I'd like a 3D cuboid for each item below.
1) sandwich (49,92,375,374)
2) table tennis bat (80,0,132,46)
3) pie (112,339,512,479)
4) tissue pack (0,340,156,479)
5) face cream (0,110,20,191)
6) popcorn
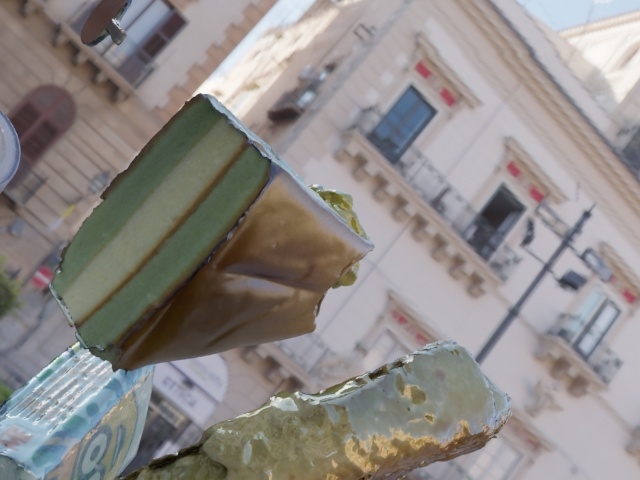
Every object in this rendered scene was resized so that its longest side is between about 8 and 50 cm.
[{"bbox_3d":[-0.096,0.022,0.919,0.155,0.227,0.198,47,6,38],"label":"sandwich"},{"bbox_3d":[-0.373,-0.389,1.745,0.019,0.130,0.220,38,8,-33],"label":"table tennis bat"},{"bbox_3d":[-0.011,0.162,0.730,0.339,0.339,0.083,96,-24,-73],"label":"pie"},{"bbox_3d":[-0.364,0.288,1.372,0.128,0.311,0.228,23,-60,13],"label":"tissue pack"},{"bbox_3d":[-0.546,-0.114,1.436,0.177,0.177,0.153,42,-45,-11],"label":"face cream"},{"bbox_3d":[0.005,-0.003,1.833,0.197,0.155,0.197,21,-53,30],"label":"popcorn"}]
